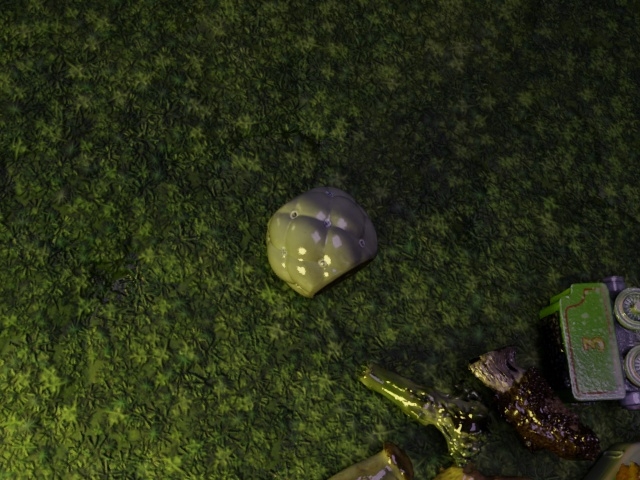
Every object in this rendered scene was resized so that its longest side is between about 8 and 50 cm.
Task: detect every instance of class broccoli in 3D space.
[{"bbox_3d":[0.224,0.356,1.405,0.304,0.165,0.145,29,101,12],"label":"broccoli"}]

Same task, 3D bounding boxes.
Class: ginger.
[{"bbox_3d":[0.362,0.550,1.362,0.268,0.138,0.152,13,67,-1],"label":"ginger"}]

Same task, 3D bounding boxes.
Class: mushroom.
[{"bbox_3d":[0.051,0.526,1.340,0.312,0.081,0.099,-27,77,-13],"label":"mushroom"}]

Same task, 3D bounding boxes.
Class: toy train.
[{"bbox_3d":[0.646,0.240,1.503,0.249,0.173,0.306,-1,74,-2],"label":"toy train"}]

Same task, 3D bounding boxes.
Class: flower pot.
[{"bbox_3d":[0.000,0.000,1.407,0.246,0.246,0.195,-30,81,-18],"label":"flower pot"}]

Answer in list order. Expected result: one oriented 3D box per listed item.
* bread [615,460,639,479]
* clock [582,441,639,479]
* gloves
[{"bbox_3d":[0.800,0.557,1.349,0.381,0.109,0.185,30,70,-1],"label":"bread"},{"bbox_3d":[0.720,0.636,1.421,0.265,0.108,0.324,-39,84,-21],"label":"clock"},{"bbox_3d":[0.461,0.365,1.409,0.135,0.210,0.312,-41,63,0],"label":"gloves"}]
